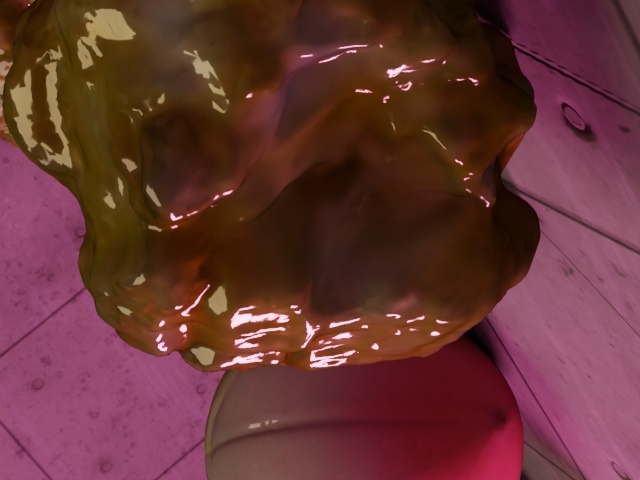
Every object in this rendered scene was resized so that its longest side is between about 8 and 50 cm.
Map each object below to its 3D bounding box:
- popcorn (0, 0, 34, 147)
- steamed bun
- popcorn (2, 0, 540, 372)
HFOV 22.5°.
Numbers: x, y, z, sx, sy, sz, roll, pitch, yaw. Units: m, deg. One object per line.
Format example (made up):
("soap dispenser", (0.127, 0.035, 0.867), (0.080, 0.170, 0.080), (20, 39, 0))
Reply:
("popcorn", (-0.277, -0.219, 1.509), (0.274, 0.279, 0.335), (32, 158, -2))
("steamed bun", (0.063, 0.188, 1.496), (0.309, 0.309, 0.309), (49, 170, 11))
("popcorn", (-0.029, -0.087, 0.862), (0.292, 0.294, 0.334), (37, 147, 50))
